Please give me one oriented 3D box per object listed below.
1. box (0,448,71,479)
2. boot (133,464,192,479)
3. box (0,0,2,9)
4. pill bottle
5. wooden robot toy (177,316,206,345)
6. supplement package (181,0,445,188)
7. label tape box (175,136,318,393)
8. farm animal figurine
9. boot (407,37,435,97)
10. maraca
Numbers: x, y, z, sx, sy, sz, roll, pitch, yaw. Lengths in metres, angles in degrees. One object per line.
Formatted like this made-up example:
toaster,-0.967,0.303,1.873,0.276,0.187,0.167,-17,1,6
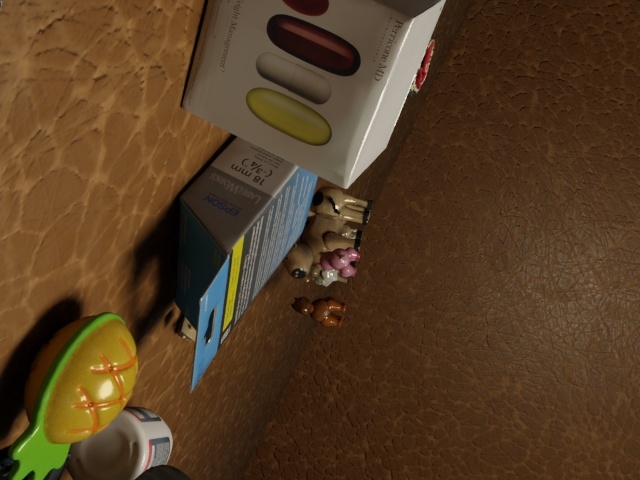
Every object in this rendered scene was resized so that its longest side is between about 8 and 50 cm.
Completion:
box,-0.361,0.326,0.764,0.220,0.051,0.175,-63,173,2
boot,-0.298,0.415,0.829,0.260,0.131,0.348,-42,171,34
box,-0.283,0.041,0.353,0.293,0.073,0.296,-49,164,-54
pill bottle,-0.264,0.281,1.012,0.108,0.107,0.180,-62,170,-9
wooden robot toy,-0.194,0.120,1.161,0.079,0.076,0.173,-28,-172,27
supplement package,-0.007,-0.199,0.789,0.149,0.203,0.194,-49,163,-57
label tape box,-0.124,0.004,1.015,0.334,0.105,0.241,-56,169,-38
farm animal figurine,0.000,0.000,1.574,0.327,0.172,0.331,-72,176,-62
boot,0.057,-0.239,1.107,0.085,0.178,0.236,-55,167,-42
maraca,-0.251,0.158,0.750,0.186,0.099,0.127,-63,162,-18
